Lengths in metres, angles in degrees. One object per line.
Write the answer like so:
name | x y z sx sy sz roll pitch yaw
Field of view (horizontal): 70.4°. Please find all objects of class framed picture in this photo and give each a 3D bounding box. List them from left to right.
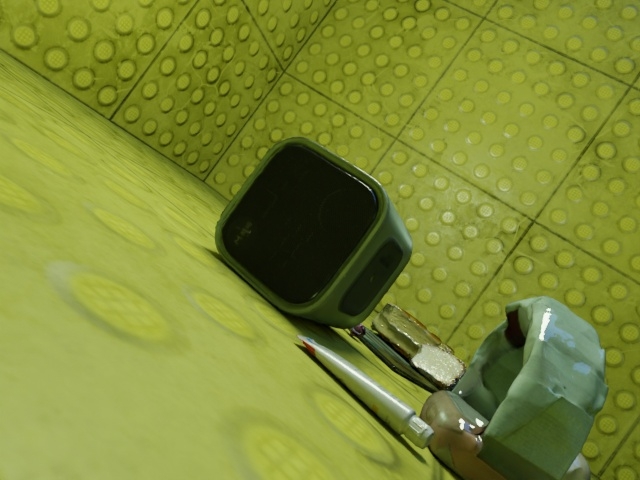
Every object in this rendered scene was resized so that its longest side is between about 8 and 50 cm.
framed picture | 0.148 0.262 1.111 0.244 0.013 0.324 38 -1 -36

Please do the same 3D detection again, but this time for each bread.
bread | 0.275 0.294 1.338 0.239 0.111 0.246 36 -3 21
bread | 0.294 0.322 1.148 0.129 0.044 0.126 32 29 26

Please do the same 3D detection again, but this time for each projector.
projector | 0.000 0.000 0.818 0.248 0.248 0.249 36 -1 25

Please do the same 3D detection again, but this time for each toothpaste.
toothpaste | 0.046 0.166 0.523 0.190 0.031 0.048 32 0 35

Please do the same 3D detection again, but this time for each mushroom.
mushroom | 0.508 0.476 0.933 0.212 0.088 0.097 46 2 -46

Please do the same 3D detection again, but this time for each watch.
watch | 0.261 0.193 0.589 0.161 0.241 0.253 38 0 7

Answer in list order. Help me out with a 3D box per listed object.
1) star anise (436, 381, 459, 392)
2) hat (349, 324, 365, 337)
star anise | 0.413 0.405 1.169 0.262 0.081 0.230 5 11 -20
hat | 0.033 0.116 1.014 0.227 0.140 0.129 50 15 24
